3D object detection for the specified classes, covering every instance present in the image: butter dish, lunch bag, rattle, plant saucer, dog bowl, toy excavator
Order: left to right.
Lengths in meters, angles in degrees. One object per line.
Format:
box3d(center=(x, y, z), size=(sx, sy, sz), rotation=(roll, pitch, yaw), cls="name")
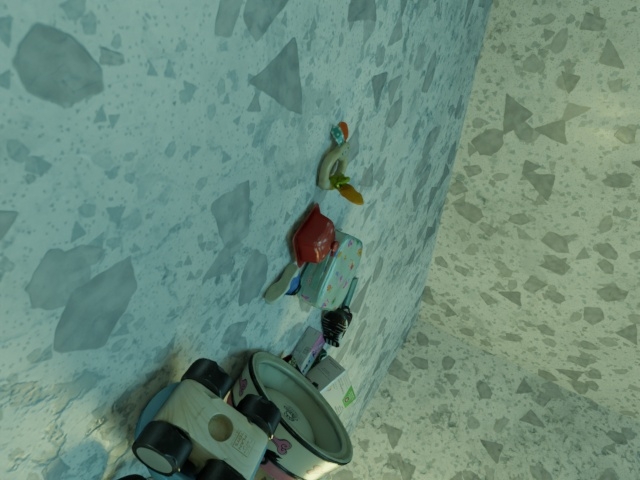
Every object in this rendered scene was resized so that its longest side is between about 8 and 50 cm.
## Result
box3d(center=(-0.265, 0.541, 1.072), size=(0.445, 0.433, 0.222), rotation=(-42, -169, 40), cls="toy excavator")
box3d(center=(-0.100, 0.522, 1.309), size=(0.150, 0.408, 0.408), rotation=(-45, 157, 3), cls="dog bowl")
box3d(center=(0.000, 0.000, 1.345), size=(0.160, 0.118, 0.160), rotation=(-56, 155, -31), cls="butter dish")
box3d(center=(0.034, 0.094, 1.531), size=(0.224, 0.107, 0.279), rotation=(23, 89, -63), cls="lunch bag")
box3d(center=(0.080, -0.224, 1.299), size=(0.130, 0.142, 0.200), rotation=(6, 114, -47), cls="rattle")
box3d(center=(0.124, 0.253, 2.001), size=(0.067, 0.018, 0.192), rotation=(-14, 125, -63), cls="plant saucer")

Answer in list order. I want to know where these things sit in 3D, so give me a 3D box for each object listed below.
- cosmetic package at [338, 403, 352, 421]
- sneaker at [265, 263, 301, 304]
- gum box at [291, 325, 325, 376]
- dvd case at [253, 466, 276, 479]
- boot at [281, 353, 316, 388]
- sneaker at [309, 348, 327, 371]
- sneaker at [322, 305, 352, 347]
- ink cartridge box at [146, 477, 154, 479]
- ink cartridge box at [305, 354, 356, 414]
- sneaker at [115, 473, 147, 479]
box3d(center=(-0.043, 0.788, 1.894), size=(0.385, 0.217, 0.156), rotation=(-55, 154, -23), cls="cosmetic package")
box3d(center=(-0.105, 0.150, 1.340), size=(0.152, 0.058, 0.085), rotation=(-57, 148, -37), cls="sneaker")
box3d(center=(-0.060, 0.435, 1.709), size=(0.188, 0.062, 0.107), rotation=(-55, 155, -25), cls="gum box")
box3d(center=(-0.190, 0.831, 1.629), size=(0.253, 0.022, 0.180), rotation=(-52, -161, 34), cls="dvd case")
box3d(center=(-0.131, 0.525, 1.541), size=(0.236, 0.085, 0.179), rotation=(-38, 106, -38), cls="boot")
box3d(center=(-0.032, 0.493, 1.809), size=(0.166, 0.076, 0.065), rotation=(-55, 154, -26), cls="sneaker")
box3d(center=(0.081, 0.318, 1.884), size=(0.163, 0.106, 0.281), rotation=(-56, 166, -35), cls="sneaker")
box3d(center=(-0.405, 0.652, 1.118), size=(0.090, 0.092, 0.143), rotation=(-62, 158, -12), cls="ink cartridge box")
box3d(center=(-0.016, 0.620, 1.761), size=(0.278, 0.117, 0.201), rotation=(-35, 130, -21), cls="ink cartridge box")
box3d(center=(-0.461, 0.653, 0.946), size=(0.295, 0.123, 0.179), rotation=(-42, 143, -30), cls="sneaker")
